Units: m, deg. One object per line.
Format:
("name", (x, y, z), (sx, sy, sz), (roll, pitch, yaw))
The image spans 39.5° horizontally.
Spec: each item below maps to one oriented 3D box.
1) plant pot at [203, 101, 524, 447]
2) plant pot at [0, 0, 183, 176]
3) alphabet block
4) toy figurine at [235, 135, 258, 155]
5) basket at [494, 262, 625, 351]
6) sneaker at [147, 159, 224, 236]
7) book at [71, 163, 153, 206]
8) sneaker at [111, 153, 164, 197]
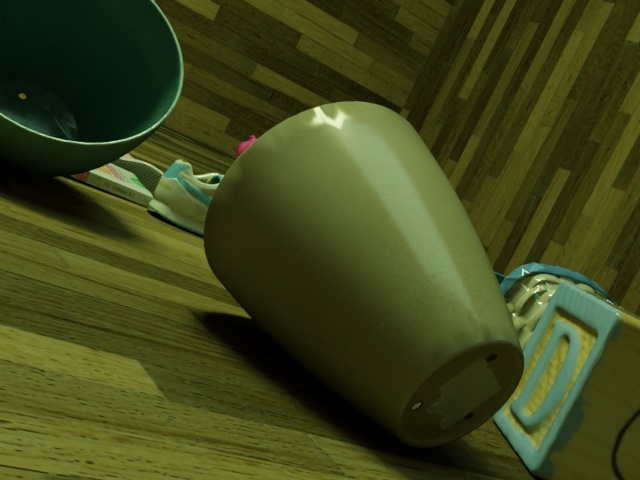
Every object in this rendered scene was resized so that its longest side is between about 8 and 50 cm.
("plant pot", (0.060, 0.048, 0.835), (0.256, 0.256, 0.274), (21, 23, -44))
("plant pot", (-0.342, -0.193, 1.111), (0.290, 0.290, 0.195), (24, -37, -20))
("alphabet block", (0.330, 0.179, 0.962), (0.197, 0.192, 0.193), (25, 8, -5))
("toy figurine", (-0.135, -0.136, 1.879), (0.173, 0.159, 0.130), (24, 6, -29))
("basket", (0.296, 0.124, 1.223), (0.255, 0.201, 0.289), (20, 18, -39))
("sneaker", (-0.144, -0.046, 1.360), (0.229, 0.092, 0.087), (23, 5, -38))
("book", (-0.330, -0.097, 1.330), (0.144, 0.035, 0.096), (23, 10, -38))
("sneaker", (-0.304, -0.113, 1.461), (0.134, 0.051, 0.070), (22, 11, -2))
